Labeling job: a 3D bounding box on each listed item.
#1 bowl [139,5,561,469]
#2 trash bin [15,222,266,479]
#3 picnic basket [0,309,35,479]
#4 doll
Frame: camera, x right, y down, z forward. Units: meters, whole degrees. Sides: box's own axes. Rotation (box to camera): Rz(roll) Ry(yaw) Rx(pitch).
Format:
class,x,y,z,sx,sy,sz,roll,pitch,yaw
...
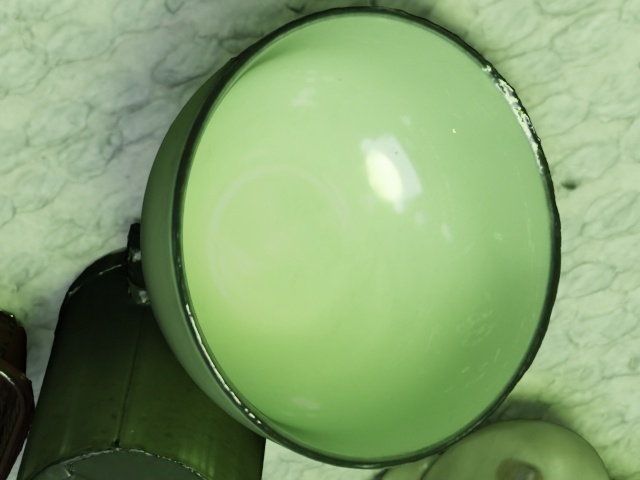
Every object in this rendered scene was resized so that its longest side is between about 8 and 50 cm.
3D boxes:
class,x,y,z,sx,sy,sz,roll,pitch,yaw
bowl,0.000,0.000,1.361,0.354,0.354,0.185,44,157,-22
trash bin,-0.145,0.162,1.434,0.203,0.301,0.252,3,122,1
picnic basket,-0.382,0.166,1.546,0.222,0.129,0.297,23,119,-10
doll,0.239,0.308,1.564,0.370,0.226,0.215,31,83,-11
